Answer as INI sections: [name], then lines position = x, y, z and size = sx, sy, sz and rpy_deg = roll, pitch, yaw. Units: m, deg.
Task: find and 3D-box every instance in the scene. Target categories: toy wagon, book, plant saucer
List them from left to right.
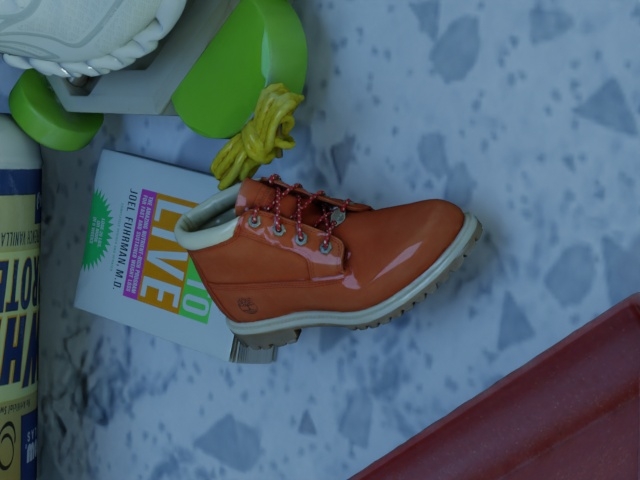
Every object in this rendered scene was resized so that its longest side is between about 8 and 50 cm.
[toy wagon]
position = -0.094, -0.170, 0.960
size = 0.267, 0.068, 0.344
rpy_deg = -50, 59, 33
[book]
position = -0.079, 0.007, 0.977
size = 0.144, 0.035, 0.096
rpy_deg = 14, 97, 44
[plant saucer]
position = 0.062, 0.182, 0.753
size = 0.258, 0.048, 0.259
rpy_deg = -38, 28, 37

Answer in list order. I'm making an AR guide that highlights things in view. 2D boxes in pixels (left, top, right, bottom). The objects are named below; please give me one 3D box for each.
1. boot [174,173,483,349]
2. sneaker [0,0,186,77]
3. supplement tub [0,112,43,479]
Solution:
[boot]
position = 0.000, 0.000, 0.849
size = 0.158, 0.059, 0.084
rpy_deg = -17, 120, 33
[sneaker]
position = -0.183, -0.140, 0.919
size = 0.292, 0.118, 0.110
rpy_deg = -5, 87, 42
[supplement tub]
position = -0.282, 0.079, 1.034
size = 0.228, 0.228, 0.316
rpy_deg = 4, 94, 44
